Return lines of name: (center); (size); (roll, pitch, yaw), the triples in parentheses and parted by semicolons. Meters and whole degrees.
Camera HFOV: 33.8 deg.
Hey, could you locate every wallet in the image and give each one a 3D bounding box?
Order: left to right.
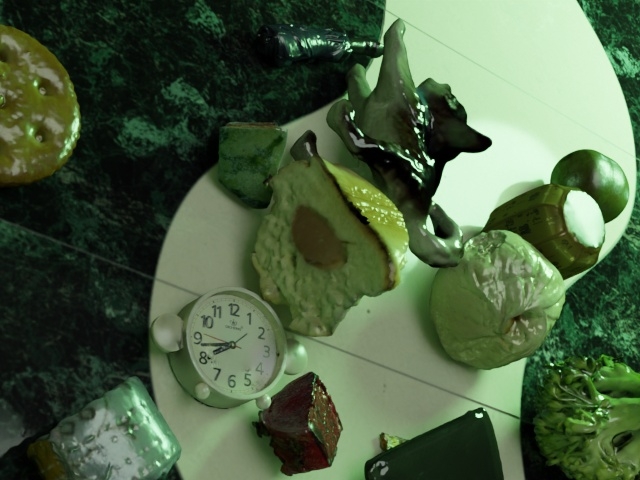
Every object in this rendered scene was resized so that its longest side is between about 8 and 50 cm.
wallet: (0.163, 0.349, 1.491); (0.245, 0.052, 0.169); (-16, 97, -39)

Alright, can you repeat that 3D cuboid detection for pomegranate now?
pomegranate: (0.479, -0.067, 1.915); (0.152, 0.131, 0.191); (21, 80, -36)

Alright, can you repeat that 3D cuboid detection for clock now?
clock: (-0.121, 0.142, 1.368); (0.229, 0.063, 0.156); (13, 64, -31)

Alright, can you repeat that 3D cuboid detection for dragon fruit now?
dragon fruit: (-0.032, 0.249, 1.376); (0.102, 0.096, 0.147); (61, 15, -11)

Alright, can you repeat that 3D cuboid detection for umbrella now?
umbrella: (0.001, -0.310, 1.691); (0.248, 0.071, 0.071); (-6, 73, -44)

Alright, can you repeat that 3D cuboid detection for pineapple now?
pineapple: (0.119, 0.305, 1.508); (0.083, 0.019, 0.045); (20, 52, -30)

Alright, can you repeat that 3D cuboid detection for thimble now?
thimble: (-0.238, 0.237, 1.180); (0.151, 0.127, 0.118); (-32, 89, -38)

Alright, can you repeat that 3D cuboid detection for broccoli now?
broccoli: (0.478, 0.292, 1.648); (0.288, 0.245, 0.248); (-2, 80, -34)

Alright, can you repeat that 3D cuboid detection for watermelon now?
watermelon: (-0.098, -0.146, 1.497); (0.098, 0.121, 0.158); (15, 54, -8)

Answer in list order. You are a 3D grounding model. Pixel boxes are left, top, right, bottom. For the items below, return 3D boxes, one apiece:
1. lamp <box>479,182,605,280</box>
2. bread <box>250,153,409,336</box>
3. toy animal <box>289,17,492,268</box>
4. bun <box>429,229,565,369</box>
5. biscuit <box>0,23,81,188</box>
lamp: (0.365, -0.004, 1.740); (0.161, 0.185, 0.161); (18, 59, -33)
bread: (-0.006, -0.001, 1.410); (0.211, 0.183, 0.224); (44, 19, -4)
toy animal: (0.138, -0.134, 1.617); (0.302, 0.194, 0.344); (43, 46, -9)
bun: (0.274, 0.100, 1.613); (0.220, 0.134, 0.220); (-6, 107, -19)
biscuit: (-0.401, -0.163, 1.289); (0.220, 0.066, 0.220); (14, 64, -32)
